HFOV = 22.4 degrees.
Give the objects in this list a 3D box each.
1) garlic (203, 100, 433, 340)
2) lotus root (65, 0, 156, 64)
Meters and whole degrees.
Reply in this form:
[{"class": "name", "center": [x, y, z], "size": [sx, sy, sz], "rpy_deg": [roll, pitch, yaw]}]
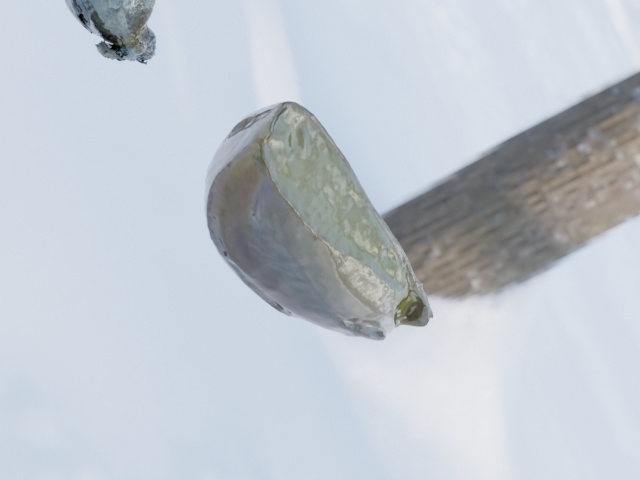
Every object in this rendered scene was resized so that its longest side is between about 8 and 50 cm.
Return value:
[{"class": "garlic", "center": [-0.013, -0.006, 1.020], "size": [0.087, 0.101, 0.196], "rpy_deg": [-53, 126, -29]}, {"class": "lotus root", "center": [-0.174, -0.222, 1.324], "size": [0.088, 0.088, 0.165], "rpy_deg": [-65, 150, -69]}]
